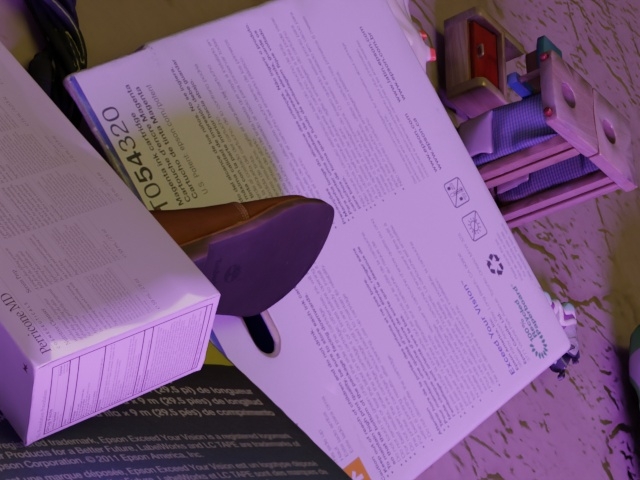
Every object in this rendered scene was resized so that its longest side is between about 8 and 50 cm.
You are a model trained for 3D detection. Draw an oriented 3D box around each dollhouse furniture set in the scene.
[{"bbox_3d":[0.161,-0.126,1.232,0.129,0.129,0.183,33,46,-43],"label":"dollhouse furniture set"}]

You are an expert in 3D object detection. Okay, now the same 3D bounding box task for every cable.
[{"bbox_3d":[-0.192,-0.113,0.880,0.150,0.047,0.184,61,36,-3],"label":"cable"}]

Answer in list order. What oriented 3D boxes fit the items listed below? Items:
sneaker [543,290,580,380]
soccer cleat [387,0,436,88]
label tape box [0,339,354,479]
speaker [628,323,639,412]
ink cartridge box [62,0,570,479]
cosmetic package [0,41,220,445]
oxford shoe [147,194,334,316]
[{"bbox_3d":[0.181,0.079,1.217,0.098,0.038,0.069,13,58,-45],"label":"sneaker"},{"bbox_3d":[0.041,-0.176,1.195,0.076,0.068,0.196,1,70,-21],"label":"soccer cleat"},{"bbox_3d":[-0.108,0.141,0.736,0.249,0.115,0.348,6,25,-48],"label":"label tape box"},{"bbox_3d":[0.340,0.206,1.259,0.131,0.131,0.296,18,55,-44],"label":"speaker"},{"bbox_3d":[0.000,0.000,1.021,0.330,0.071,0.324,-29,92,-48],"label":"ink cartridge box"},{"bbox_3d":[-0.159,-0.018,0.728,0.099,0.060,0.239,-20,54,-35],"label":"cosmetic package"},{"bbox_3d":[-0.067,0.002,0.856,0.076,0.076,0.212,32,26,26],"label":"oxford shoe"}]
